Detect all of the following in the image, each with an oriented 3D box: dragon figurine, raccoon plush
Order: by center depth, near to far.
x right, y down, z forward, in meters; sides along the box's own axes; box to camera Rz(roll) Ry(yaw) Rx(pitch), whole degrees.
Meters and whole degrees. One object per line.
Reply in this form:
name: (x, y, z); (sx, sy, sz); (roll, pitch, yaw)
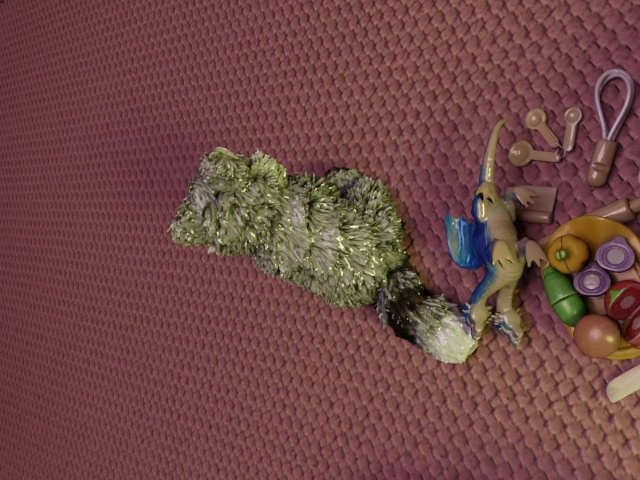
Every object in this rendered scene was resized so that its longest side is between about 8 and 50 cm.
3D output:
dragon figurine: (0.219, -0.009, 0.908); (0.144, 0.085, 0.289); (122, 141, -66)
raccoon plush: (0.000, 0.000, 0.986); (0.446, 0.299, 0.216); (26, 102, 41)

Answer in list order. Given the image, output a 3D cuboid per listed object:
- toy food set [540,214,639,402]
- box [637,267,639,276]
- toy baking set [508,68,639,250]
toy food set: (0.332, 0.074, 0.807); (0.128, 0.071, 0.218); (-34, 72, 33)
box: (0.469, -0.020, 0.527); (0.345, 0.168, 0.215); (-54, 50, 22)
toy baking set: (0.341, -0.105, 0.870); (0.256, 0.030, 0.197); (-23, 69, 38)
